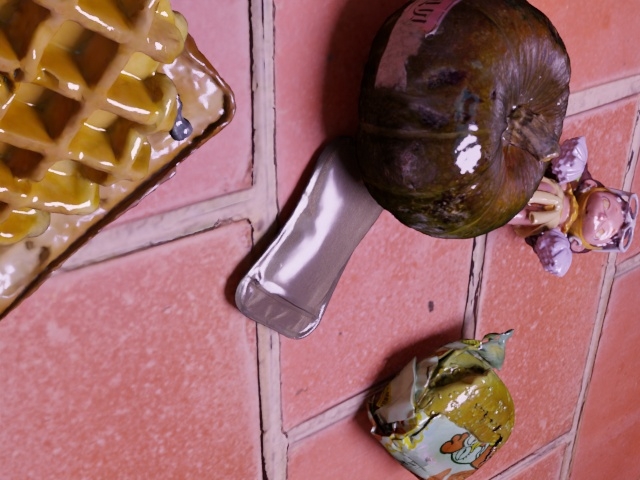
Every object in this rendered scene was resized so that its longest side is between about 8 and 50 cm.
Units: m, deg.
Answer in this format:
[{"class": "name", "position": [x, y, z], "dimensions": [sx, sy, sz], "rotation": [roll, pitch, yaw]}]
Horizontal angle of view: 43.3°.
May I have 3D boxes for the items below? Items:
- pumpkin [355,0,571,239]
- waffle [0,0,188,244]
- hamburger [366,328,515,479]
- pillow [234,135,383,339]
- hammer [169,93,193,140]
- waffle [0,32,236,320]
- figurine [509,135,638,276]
[{"class": "pumpkin", "position": [0.156, -0.121, 0.805], "dimensions": [0.260, 0.189, 0.260], "rotation": [-19, 119, -38]}, {"class": "waffle", "position": [-0.202, -0.092, 0.404], "dimensions": [0.283, 0.065, 0.309], "rotation": [-15, 140, -9]}, {"class": "hamburger", "position": [0.180, 0.214, 1.066], "dimensions": [0.235, 0.125, 0.214], "rotation": [-33, 143, -5]}, {"class": "pillow", "position": [0.000, 0.000, 0.857], "dimensions": [0.130, 0.033, 0.218], "rotation": [32, 89, -43]}, {"class": "hammer", "position": [-0.174, -0.056, 0.543], "dimensions": [0.182, 0.017, 0.062], "rotation": [-32, 137, -15]}, {"class": "waffle", "position": [-0.260, -0.074, 0.530], "dimensions": [0.348, 0.077, 0.304], "rotation": [-42, 136, -2]}, {"class": "figurine", "position": [0.302, -0.042, 1.037], "dimensions": [0.240, 0.115, 0.175], "rotation": [9, 89, -39]}]
